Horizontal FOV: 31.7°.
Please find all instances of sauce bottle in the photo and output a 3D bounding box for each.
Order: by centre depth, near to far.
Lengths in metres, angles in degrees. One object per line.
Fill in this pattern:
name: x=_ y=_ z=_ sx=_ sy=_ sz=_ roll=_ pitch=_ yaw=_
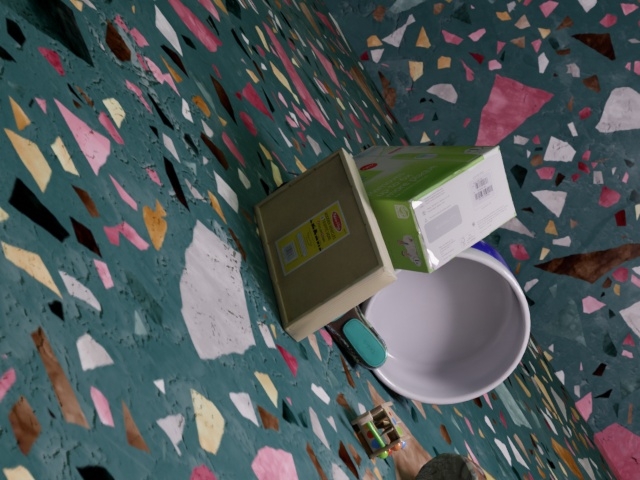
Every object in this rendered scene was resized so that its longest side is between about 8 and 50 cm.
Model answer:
sauce bottle: x=0.255 y=0.422 z=1.680 sx=0.344 sy=0.111 sz=0.111 roll=45 pitch=18 yaw=-46

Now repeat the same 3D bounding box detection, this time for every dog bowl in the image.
dog bowl: x=0.190 y=0.120 z=1.782 sx=0.265 sy=0.265 sz=0.104 roll=53 pitch=11 yaw=-19

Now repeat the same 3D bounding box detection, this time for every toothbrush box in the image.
toothbrush box: x=0.121 y=-0.056 z=1.738 sx=0.283 sy=0.206 sz=0.122 roll=5 pitch=-61 yaw=51

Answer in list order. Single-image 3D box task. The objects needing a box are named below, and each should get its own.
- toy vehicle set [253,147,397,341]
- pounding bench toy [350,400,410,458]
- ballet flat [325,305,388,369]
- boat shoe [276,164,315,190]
toy vehicle set: x=0.000 y=0.000 z=1.598 sx=0.035 sy=0.166 sz=0.267 roll=46 pitch=19 yaw=-40
pounding bench toy: x=0.080 y=0.263 z=1.536 sx=0.065 sy=0.052 sz=0.083 roll=61 pitch=14 yaw=12
ballet flat: x=0.031 y=0.115 z=1.701 sx=0.188 sy=0.070 sz=0.070 roll=59 pitch=14 yaw=-3
boat shoe: x=-0.002 y=-0.080 z=1.921 sx=0.109 sy=0.089 sz=0.258 roll=59 pitch=14 yaw=4
